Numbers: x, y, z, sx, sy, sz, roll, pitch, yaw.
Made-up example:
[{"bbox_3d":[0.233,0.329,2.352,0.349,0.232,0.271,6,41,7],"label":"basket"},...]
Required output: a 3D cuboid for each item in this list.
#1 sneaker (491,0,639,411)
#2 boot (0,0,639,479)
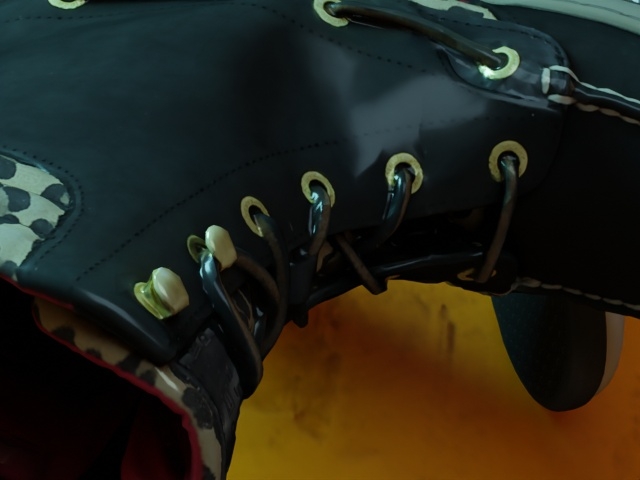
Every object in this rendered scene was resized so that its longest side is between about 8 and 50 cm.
[{"bbox_3d":[0.156,-0.034,0.879,0.145,0.090,0.270,5,50,-16],"label":"sneaker"},{"bbox_3d":[0.000,0.000,0.645,0.377,0.138,0.284,22,37,10],"label":"boot"}]
